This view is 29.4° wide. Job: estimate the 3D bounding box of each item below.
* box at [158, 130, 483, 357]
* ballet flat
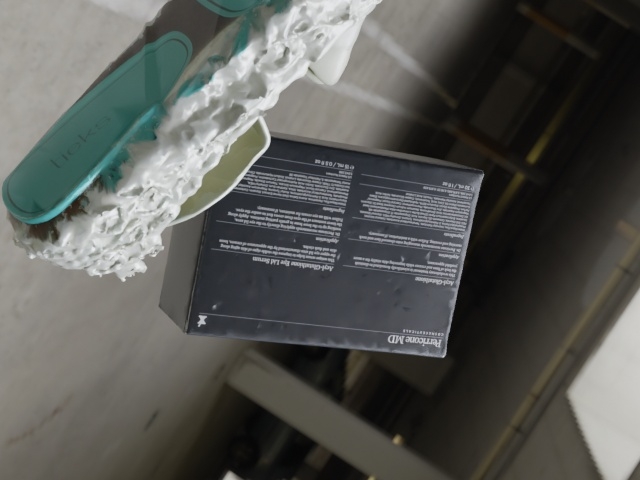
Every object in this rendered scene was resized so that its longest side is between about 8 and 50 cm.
[{"bbox_3d":[0.000,0.000,1.127,0.103,0.261,0.184,-157,-104,-65],"label":"box"},{"bbox_3d":[-0.063,-0.131,0.899,0.409,0.147,0.147,-45,179,4],"label":"ballet flat"}]
